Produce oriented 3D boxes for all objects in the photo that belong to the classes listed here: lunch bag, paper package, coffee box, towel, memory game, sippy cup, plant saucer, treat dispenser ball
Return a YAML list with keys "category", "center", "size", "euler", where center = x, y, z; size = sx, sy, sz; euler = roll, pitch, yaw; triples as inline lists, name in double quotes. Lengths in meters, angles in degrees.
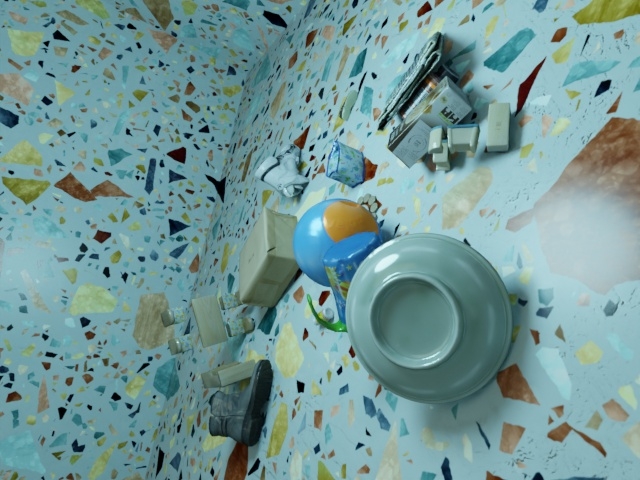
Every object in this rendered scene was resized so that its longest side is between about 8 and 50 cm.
- category: "lunch bag"
  center: [0.098, -0.295, 1.852]
  size: [0.096, 0.129, 0.151]
  euler: [-24, 53, 53]
- category: "paper package"
  center: [-0.228, 0.074, 2.127]
  size: [0.325, 0.168, 0.309]
  euler: [-57, 30, 35]
- category: "coffee box"
  center: [0.321, -0.352, 1.452]
  size: [0.246, 0.098, 0.141]
  euler: [-44, 13, 29]
- category: "towel"
  center: [0.293, -0.537, 1.616]
  size: [0.312, 0.056, 0.324]
  euler: [-50, 9, 33]
- category: "memory game"
  center: [0.148, -0.082, 1.746]
  size: [0.186, 0.012, 0.186]
  euler: [-39, 40, 43]
- category: "sippy cup"
  center: [0.122, 0.106, 1.339]
  size: [0.240, 0.224, 0.305]
  euler: [-9, 23, 49]
- category: "plant saucer"
  center: [0.225, 0.180, 1.114]
  size: [0.400, 0.100, 0.400]
  euler: [-1, 88, 27]
- category: "treat dispenser ball"
  center: [0.055, 0.009, 1.555]
  size: [0.288, 0.288, 0.288]
  euler: [-40, 40, 44]

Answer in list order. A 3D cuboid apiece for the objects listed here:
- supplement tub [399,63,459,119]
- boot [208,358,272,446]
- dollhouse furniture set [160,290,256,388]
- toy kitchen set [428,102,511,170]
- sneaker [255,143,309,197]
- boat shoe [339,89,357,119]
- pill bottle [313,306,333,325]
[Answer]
- category: "supplement tub"
  center: [0.346, -0.452, 1.532]
  size: [0.198, 0.106, 0.106]
  euler: [-51, 33, 32]
- category: "boot"
  center: [-0.328, 0.621, 1.921]
  size: [0.222, 0.118, 0.338]
  euler: [6, 73, 28]
- category: "dollhouse furniture set"
  center: [-0.454, 0.433, 2.146]
  size: [0.256, 0.362, 0.394]
  euler: [-27, 77, 54]
- category: "toy kitchen set"
  center: [0.415, -0.279, 1.342]
  size: [0.207, 0.166, 0.122]
  euler: [3, 76, 24]
- category: "sneaker"
  center: [-0.146, -0.323, 2.315]
  size: [0.137, 0.210, 0.366]
  euler: [-48, 0, 35]
- category: "boat shoe"
  center: [0.117, -0.587, 2.095]
  size: [0.042, 0.049, 0.133]
  euler: [38, 110, 53]
- category: "pill bottle"
  center: [0.008, 0.273, 1.729]
  size: [0.083, 0.043, 0.043]
  euler: [-43, 38, 41]
